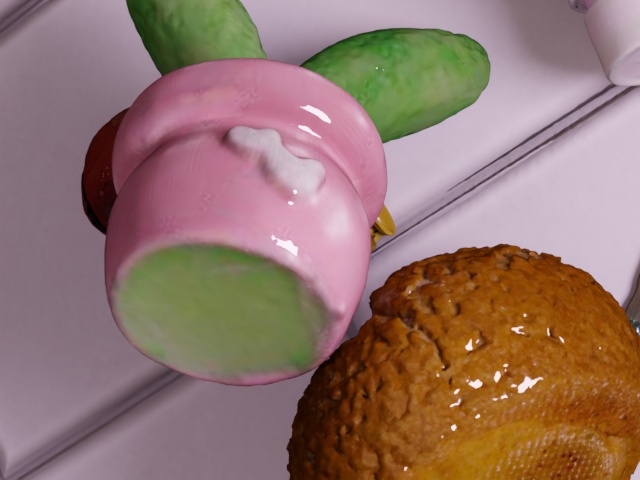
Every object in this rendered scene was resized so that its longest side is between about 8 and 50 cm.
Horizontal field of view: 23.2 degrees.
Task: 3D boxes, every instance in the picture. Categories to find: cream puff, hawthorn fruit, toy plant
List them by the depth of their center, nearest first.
[{"bbox_3d":[0.108,0.137,1.205,0.303,0.303,0.212,-50,43,14],"label":"cream puff"},{"bbox_3d":[-0.027,-0.060,1.218,0.317,0.356,0.210,15,130,-6],"label":"toy plant"},{"bbox_3d":[-0.140,-0.041,1.382,0.148,0.148,0.172,-43,33,16],"label":"hawthorn fruit"}]

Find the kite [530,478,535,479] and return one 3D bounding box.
[{"bbox_3d":[0.191,0.293,1.193,0.335,0.314,0.011,-26,34,-15],"label":"kite"}]

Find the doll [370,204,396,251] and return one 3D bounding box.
[{"bbox_3d":[0.000,0.000,1.373,0.127,0.073,0.084,-32,42,16],"label":"doll"}]

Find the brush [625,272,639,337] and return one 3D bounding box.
[{"bbox_3d":[0.264,0.050,1.265,0.034,0.027,0.190,23,96,22],"label":"brush"}]

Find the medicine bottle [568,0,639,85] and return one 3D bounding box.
[{"bbox_3d":[0.235,-0.280,1.220,0.170,0.170,0.293,-23,77,22],"label":"medicine bottle"}]
